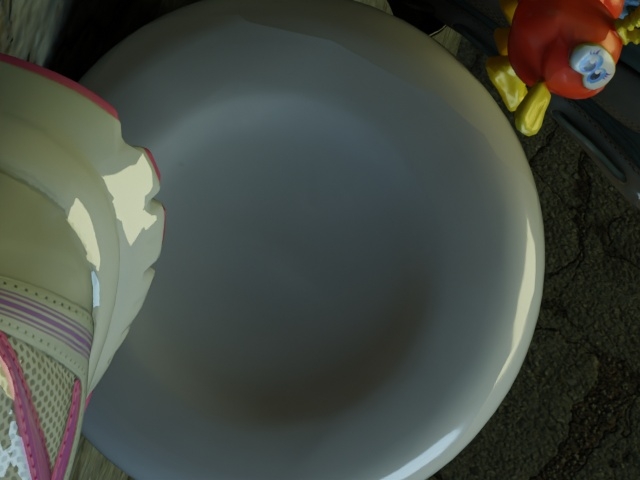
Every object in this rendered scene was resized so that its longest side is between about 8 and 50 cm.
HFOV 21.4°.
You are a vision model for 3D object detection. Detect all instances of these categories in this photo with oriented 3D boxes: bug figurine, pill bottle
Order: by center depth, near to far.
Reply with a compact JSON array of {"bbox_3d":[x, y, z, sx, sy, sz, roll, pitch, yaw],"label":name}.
[{"bbox_3d":[0.040,-0.172,0.503,0.279,0.072,0.216,47,42,-46],"label":"bug figurine"},{"bbox_3d":[0.000,0.000,0.733,0.334,0.188,0.187,-19,127,-83],"label":"pill bottle"}]

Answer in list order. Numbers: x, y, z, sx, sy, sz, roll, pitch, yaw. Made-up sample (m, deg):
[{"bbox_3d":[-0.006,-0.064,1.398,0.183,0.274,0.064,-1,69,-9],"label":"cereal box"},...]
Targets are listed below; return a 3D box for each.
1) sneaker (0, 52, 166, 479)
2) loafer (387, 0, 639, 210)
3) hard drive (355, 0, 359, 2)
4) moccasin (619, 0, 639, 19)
[{"bbox_3d":[-0.111,0.083,0.415,0.111,0.103,0.252,-56,158,-58],"label":"sneaker"},{"bbox_3d":[0.070,-0.111,0.791,0.096,0.267,0.084,-18,139,-59],"label":"loafer"},{"bbox_3d":[-0.002,-0.133,1.186,0.135,0.022,0.094,-44,152,-79],"label":"hard drive"},{"bbox_3d":[0.107,-0.156,0.692,0.117,0.342,0.137,-35,147,0],"label":"moccasin"}]
